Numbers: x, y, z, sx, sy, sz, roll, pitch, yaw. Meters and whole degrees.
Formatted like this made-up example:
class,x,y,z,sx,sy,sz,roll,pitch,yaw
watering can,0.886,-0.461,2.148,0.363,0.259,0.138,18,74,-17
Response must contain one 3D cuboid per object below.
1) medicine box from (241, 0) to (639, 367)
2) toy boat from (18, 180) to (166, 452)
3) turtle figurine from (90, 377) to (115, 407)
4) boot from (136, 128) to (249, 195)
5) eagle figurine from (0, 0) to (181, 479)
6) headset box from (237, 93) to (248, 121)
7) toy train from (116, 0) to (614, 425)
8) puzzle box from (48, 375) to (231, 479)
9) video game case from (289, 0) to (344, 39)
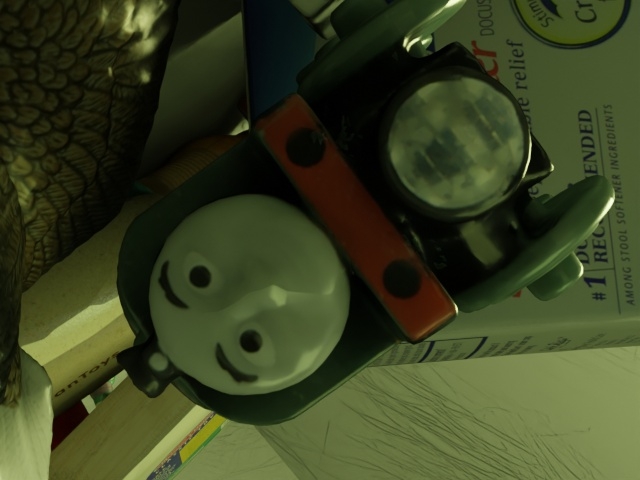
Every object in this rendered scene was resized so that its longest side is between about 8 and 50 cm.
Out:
class,x,y,z,sx,sy,sz,roll,pitch,yaw
medicine box,0.102,-0.061,0.873,0.289,0.263,0.149,-5,169,-1
toy boat,-0.221,0.070,0.988,0.267,0.148,0.318,-33,165,-18
turtle figurine,-0.189,0.102,1.367,0.234,0.118,0.175,-59,177,41
boot,-0.142,0.024,1.196,0.295,0.104,0.211,-49,169,28
eagle figurine,-0.158,-0.020,0.559,0.298,0.226,0.225,-39,154,31
headset box,0.081,-0.171,1.140,0.293,0.110,0.218,-46,170,36
toy train,0.000,0.000,0.609,0.190,0.142,0.334,-38,-178,-4
puzzle box,-0.044,0.063,1.083,0.409,0.052,0.272,-45,173,-14
video game case,0.063,-0.158,0.582,0.190,0.022,0.173,-42,-177,6
